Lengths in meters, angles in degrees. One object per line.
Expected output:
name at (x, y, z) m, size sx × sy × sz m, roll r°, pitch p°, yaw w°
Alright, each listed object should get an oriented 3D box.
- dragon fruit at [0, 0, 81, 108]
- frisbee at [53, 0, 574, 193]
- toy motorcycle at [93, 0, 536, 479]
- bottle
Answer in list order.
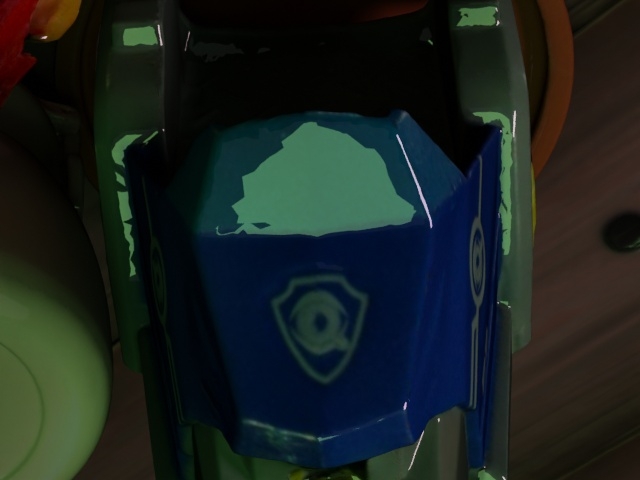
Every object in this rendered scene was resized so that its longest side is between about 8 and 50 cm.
dragon fruit at (-0.234, -0.134, 0.586) m, size 0.307 × 0.243 × 0.227 m, roll -29°, pitch 125°, yaw -35°
frisbee at (-0.003, -0.077, 0.791) m, size 0.251 × 0.021 × 0.250 m, roll -2°, pitch 127°, yaw -2°
toy motorcycle at (0.000, 0.000, 0.635) m, size 0.191 × 0.326 × 0.199 m, roll -4°, pitch 125°, yaw 0°
bottle at (-0.169, -0.001, 0.706) m, size 0.148 × 0.236 × 0.147 m, roll -6°, pitch 126°, yaw -8°
